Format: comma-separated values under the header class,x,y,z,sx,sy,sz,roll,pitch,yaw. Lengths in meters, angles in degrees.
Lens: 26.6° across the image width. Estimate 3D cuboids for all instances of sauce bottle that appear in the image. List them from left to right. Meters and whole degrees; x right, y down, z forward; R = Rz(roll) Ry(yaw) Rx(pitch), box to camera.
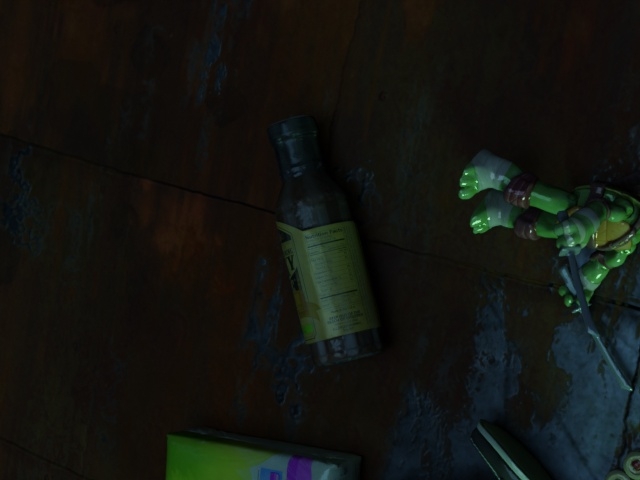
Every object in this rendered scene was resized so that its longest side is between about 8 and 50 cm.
class,x,y,z,sx,sy,sz,roll,pitch,yaw
sauce bottle,0.000,0.000,1.879,0.111,0.111,0.345,-17,83,30

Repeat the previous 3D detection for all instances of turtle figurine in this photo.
class,x,y,z,sx,sy,sz,roll,pitch,yaw
turtle figurine,0.287,0.014,1.661,0.266,0.197,0.275,25,101,31

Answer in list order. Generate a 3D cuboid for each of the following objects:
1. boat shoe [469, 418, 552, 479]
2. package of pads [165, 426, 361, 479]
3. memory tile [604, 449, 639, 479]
class,x,y,z,sx,sy,sz,roll,pitch,yaw
boat shoe,0.269,0.332,1.756,0.228,0.081,0.069,46,110,17
package of pads,-0.089,0.406,1.960,0.296,0.101,0.229,6,95,31
memory tile,0.414,0.350,1.713,0.148,0.012,0.113,48,115,18
